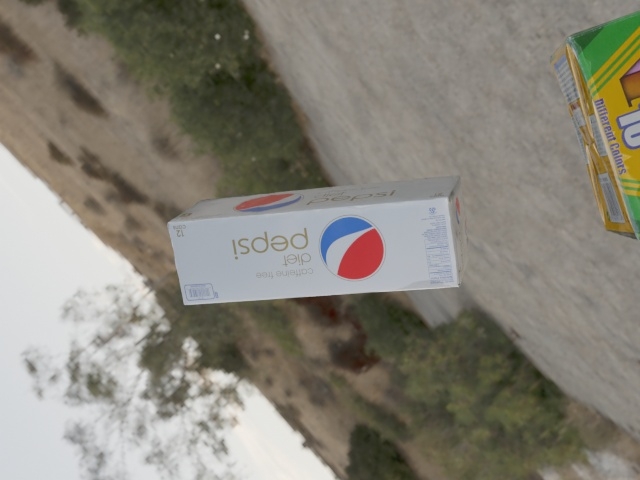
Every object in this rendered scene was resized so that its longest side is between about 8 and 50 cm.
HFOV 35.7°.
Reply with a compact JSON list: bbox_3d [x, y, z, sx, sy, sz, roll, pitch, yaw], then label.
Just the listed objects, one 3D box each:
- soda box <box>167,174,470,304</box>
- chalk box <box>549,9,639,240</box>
[{"bbox_3d":[0.000,0.000,0.753,0.074,0.216,0.069,-49,-47,-68],"label":"soda box"},{"bbox_3d":[0.364,-0.131,0.836,0.180,0.288,0.179,-24,-86,-82],"label":"chalk box"}]
